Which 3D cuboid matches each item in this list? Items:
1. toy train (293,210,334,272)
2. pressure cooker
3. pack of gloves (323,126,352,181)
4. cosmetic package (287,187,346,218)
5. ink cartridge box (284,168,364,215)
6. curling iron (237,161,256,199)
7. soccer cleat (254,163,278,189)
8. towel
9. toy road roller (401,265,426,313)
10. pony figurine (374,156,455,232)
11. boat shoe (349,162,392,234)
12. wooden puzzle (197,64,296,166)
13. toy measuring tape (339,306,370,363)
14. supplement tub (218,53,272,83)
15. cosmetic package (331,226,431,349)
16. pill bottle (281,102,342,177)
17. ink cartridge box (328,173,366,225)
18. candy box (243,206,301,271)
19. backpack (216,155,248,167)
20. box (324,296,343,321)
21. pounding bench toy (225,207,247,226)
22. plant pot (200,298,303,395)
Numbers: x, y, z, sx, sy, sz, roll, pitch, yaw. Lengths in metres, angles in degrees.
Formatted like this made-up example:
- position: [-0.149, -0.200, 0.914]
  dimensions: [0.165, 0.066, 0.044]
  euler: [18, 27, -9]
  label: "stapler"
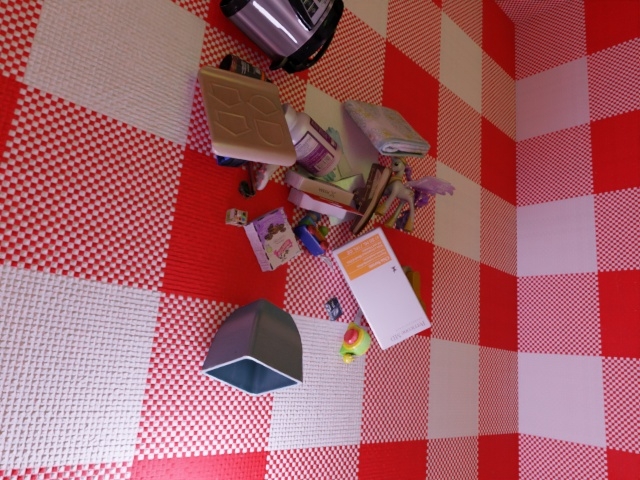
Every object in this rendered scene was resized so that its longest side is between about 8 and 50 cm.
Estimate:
- position: [0.000, 0.000, 1.992]
  dimensions: [0.248, 0.105, 0.143]
  euler: [51, 39, -25]
  label: "toy train"
- position: [-0.116, -0.875, 1.829]
  dimensions: [0.420, 0.370, 0.376]
  euler: [36, 30, -35]
  label: "pressure cooker"
- position: [0.056, -0.386, 2.135]
  dimensions: [0.195, 0.046, 0.232]
  euler: [-31, 105, -41]
  label: "pack of gloves"
- position: [-0.009, -0.152, 1.983]
  dimensions: [0.239, 0.099, 0.060]
  euler: [13, 104, -40]
  label: "cosmetic package"
- position: [0.024, -0.194, 1.933]
  dimensions: [0.275, 0.239, 0.060]
  euler: [14, 104, -37]
  label: "ink cartridge box"
- position: [-0.275, -0.291, 1.809]
  dimensions: [0.068, 0.035, 0.274]
  euler: [5, 80, -43]
  label: "curling iron"
- position: [-0.198, -0.274, 1.861]
  dimensions: [0.076, 0.068, 0.196]
  euler: [32, 59, -39]
  label: "soccer cleat"
- position: [0.317, -0.520, 2.278]
  dimensions: [0.374, 0.090, 0.320]
  euler: [-3, 47, -45]
  label: "towel"
- position: [0.380, 0.279, 2.242]
  dimensions: [0.240, 0.202, 0.330]
  euler: [0, 88, -56]
  label: "toy road roller"
- position: [0.415, -0.227, 2.320]
  dimensions: [0.351, 0.303, 0.364]
  euler: [27, 73, -23]
  label: "pony figurine"
- position: [0.196, -0.188, 2.132]
  dimensions: [0.342, 0.123, 0.123]
  euler: [-63, 170, -7]
  label: "boat shoe"
- position: [-0.263, -0.422, 1.696]
  dimensions: [0.322, 0.080, 0.348]
  euler: [3, 63, -36]
  label: "wooden puzzle"
- position: [0.180, 0.380, 2.084]
  dimensions: [0.121, 0.121, 0.330]
  euler: [45, 55, -29]
  label: "toy measuring tape"
- position: [-0.276, -0.608, 1.810]
  dimensions: [0.198, 0.106, 0.106]
  euler: [17, 72, -41]
  label: "supplement tub"
- position: [0.249, 0.191, 2.013]
  dimensions: [0.453, 0.230, 0.161]
  euler: [62, 4, 0]
  label: "cosmetic package"
- position: [-0.067, -0.402, 1.934]
  dimensions: [0.301, 0.169, 0.169]
  euler: [39, 59, -33]
  label: "pill bottle"
- position: [0.110, -0.183, 2.166]
  dimensions: [0.232, 0.066, 0.189]
  euler: [-19, 97, -23]
  label: "ink cartridge box"
- position: [-0.180, -0.005, 1.830]
  dimensions: [0.165, 0.070, 0.196]
  euler: [-32, 105, -42]
  label: "candy box"
- position: [-0.308, -0.317, 1.723]
  dimensions: [0.098, 0.120, 0.101]
  euler: [-9, 90, -43]
  label: "backpack"
- position: [0.058, 0.290, 2.046]
  dimensions: [0.067, 0.018, 0.083]
  euler: [-31, 105, -43]
  label: "box"
- position: [-0.289, -0.083, 1.729]
  dimensions: [0.065, 0.083, 0.052]
  euler: [14, 74, -41]
  label: "pounding bench toy"
- position: [-0.210, 0.348, 1.638]
  dimensions: [0.247, 0.247, 0.252]
  euler: [38, 43, -33]
  label: "plant pot"
